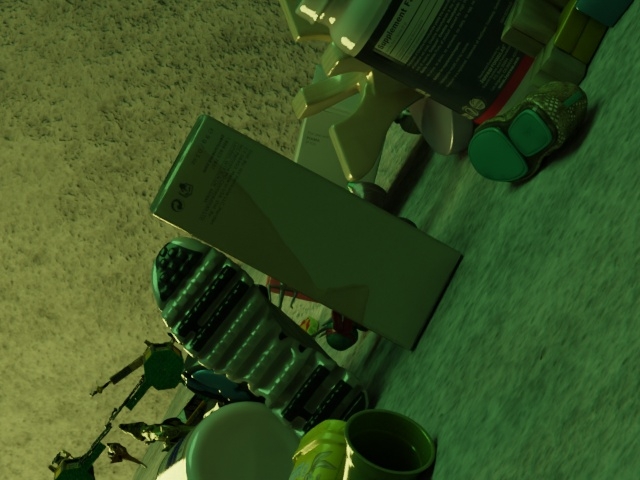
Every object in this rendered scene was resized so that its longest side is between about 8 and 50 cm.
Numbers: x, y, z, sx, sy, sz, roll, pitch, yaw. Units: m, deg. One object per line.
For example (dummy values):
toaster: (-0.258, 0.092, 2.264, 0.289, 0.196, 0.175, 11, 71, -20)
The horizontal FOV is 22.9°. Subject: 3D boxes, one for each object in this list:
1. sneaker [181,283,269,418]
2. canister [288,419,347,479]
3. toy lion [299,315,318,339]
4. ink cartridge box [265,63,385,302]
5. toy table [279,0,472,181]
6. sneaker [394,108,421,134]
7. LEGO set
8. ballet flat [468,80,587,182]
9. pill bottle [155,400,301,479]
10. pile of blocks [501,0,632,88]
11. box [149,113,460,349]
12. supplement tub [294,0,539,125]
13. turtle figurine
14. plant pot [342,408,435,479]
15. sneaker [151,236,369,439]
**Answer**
sneaker: (-0.078, 0.163, 1.956, 0.341, 0.125, 0.139, 82, -156, -67)
canister: (-0.005, 0.272, 1.535, 0.169, 0.073, 0.126, -68, 9, -26)
toy lion: (-0.038, 0.161, 2.316, 0.096, 0.034, 0.100, -36, 27, 57)
ink cartridge box: (0.013, -0.080, 2.225, 0.207, 0.117, 0.283, -80, 4, -68)
toy table: (0.061, -0.216, 1.917, 0.252, 0.161, 0.274, 110, 139, -66)
sneaker: (0.149, -0.202, 2.143, 0.262, 0.099, 0.121, 118, 172, -89)
LEGO set: (-0.248, 0.305, 2.391, 0.331, 0.255, 0.192, -60, 10, 2)
ballet flat: (0.206, -0.105, 1.534, 0.067, 0.073, 0.206, -36, 3, -16)
pill bottle: (-0.113, 0.291, 1.885, 0.153, 0.153, 0.264, -66, 8, -23)
pile of blocks: (0.279, -0.324, 1.569, 0.362, 0.113, 0.149, -64, 8, -8)
box: (-0.019, -0.011, 1.706, 0.121, 0.311, 0.148, -62, 7, -1)
supplement tub: (0.130, -0.256, 1.716, 0.191, 0.272, 0.191, -61, 7, 13)
turtle figurine: (0.035, 0.054, 1.894, 0.234, 0.118, 0.175, -64, -32, -26)
plant pot: (0.051, 0.206, 1.408, 0.083, 0.083, 0.079, -74, 3, -57)
sneaker: (-0.071, 0.111, 1.757, 0.110, 0.292, 0.118, -46, 0, 5)
